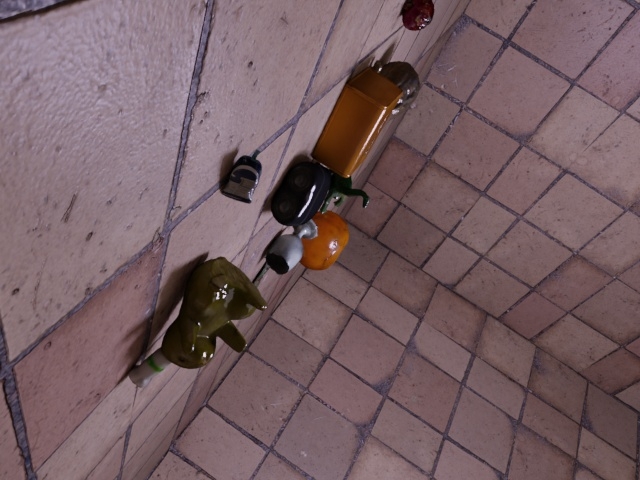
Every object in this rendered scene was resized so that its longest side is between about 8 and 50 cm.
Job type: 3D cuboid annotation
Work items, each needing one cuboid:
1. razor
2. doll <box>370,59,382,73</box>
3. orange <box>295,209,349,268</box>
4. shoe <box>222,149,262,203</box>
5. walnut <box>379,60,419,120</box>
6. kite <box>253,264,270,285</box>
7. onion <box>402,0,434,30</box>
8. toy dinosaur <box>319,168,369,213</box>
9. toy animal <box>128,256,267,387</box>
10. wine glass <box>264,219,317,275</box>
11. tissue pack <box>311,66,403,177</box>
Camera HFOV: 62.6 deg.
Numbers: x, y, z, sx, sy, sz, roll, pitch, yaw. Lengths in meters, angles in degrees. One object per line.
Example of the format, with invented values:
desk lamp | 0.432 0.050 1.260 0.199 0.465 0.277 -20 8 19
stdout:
razor | -0.044 -0.146 1.632 0.204 0.114 0.349 -61 175 11
doll | 0.171 -0.518 1.657 0.093 0.051 0.061 -46 -138 36
orange | 0.000 0.000 2.404 0.284 0.226 0.284 -55 170 -14
shoe | -0.152 -0.121 1.043 0.143 0.064 0.071 126 -18 -62
walnut | 0.239 -0.507 1.801 0.230 0.178 0.178 -51 174 -13
kite | -0.265 0.175 2.193 0.267 0.013 0.323 -51 175 -42
onion | 0.288 -0.679 1.570 0.107 0.097 0.107 -29 -132 38
toy dinosaur | 0.081 -0.223 1.757 0.301 0.087 0.447 121 -27 -54
toy animal | -0.282 0.221 1.232 0.181 0.180 0.362 19 102 -48
wine glass | -0.111 0.016 2.011 0.241 0.126 0.126 -54 175 -44
tissue pack | 0.115 -0.361 1.627 0.194 0.145 0.274 -54 176 -49
